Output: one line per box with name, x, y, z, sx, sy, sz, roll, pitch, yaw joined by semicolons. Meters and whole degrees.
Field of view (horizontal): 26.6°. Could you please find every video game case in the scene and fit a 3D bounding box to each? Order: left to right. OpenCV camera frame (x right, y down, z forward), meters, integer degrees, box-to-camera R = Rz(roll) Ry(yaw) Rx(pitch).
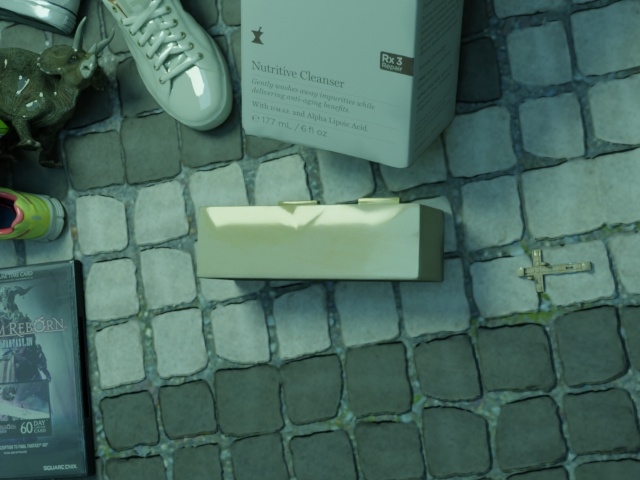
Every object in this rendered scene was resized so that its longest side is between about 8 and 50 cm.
video game case;-0.389;0.170;1.742;0.196;0.026;0.274;-7;85;20

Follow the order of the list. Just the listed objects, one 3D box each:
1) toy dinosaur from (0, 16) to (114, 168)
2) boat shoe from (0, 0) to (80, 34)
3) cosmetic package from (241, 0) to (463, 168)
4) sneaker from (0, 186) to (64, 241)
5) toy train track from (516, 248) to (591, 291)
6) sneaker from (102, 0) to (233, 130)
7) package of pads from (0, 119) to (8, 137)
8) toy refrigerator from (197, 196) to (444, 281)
toy dinosaur;-0.391;-0.186;1.734;0.313;0.121;0.160;3;76;27
boat shoe;-0.411;-0.331;1.760;0.226;0.083;0.076;19;82;10
cosmetic package;0.037;-0.294;1.448;0.217;0.156;0.385;13;125;22
sneaker;-0.438;-0.040;1.736;0.208;0.094;0.081;1;89;23
toy train track;0.259;0.032;1.507;0.083;0.014;0.048;-6;85;20
sneaker;-0.210;-0.263;1.648;0.106;0.123;0.290;-33;77;14
package of pads;-0.561;-0.149;1.690;0.296;0.101;0.229;45;113;14
toy refrigerator;0.000;0.000;1.562;0.269;0.102;0.094;0;87;22
